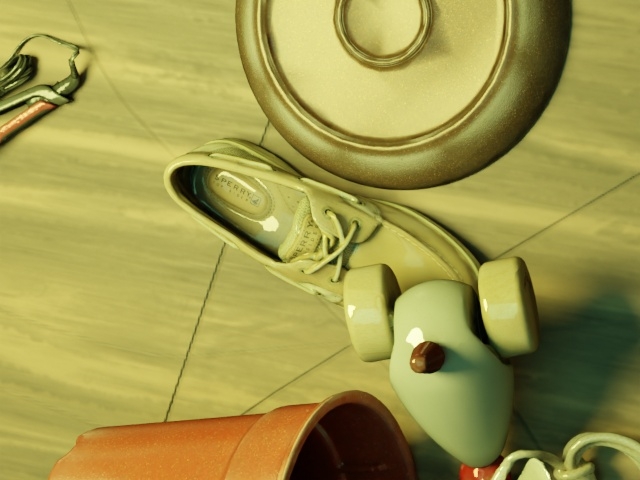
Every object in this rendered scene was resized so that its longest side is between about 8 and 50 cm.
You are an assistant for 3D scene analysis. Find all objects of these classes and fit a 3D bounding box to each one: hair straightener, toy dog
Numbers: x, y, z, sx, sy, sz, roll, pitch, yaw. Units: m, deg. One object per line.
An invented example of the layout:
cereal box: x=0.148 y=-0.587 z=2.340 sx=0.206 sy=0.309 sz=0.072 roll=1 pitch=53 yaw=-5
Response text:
hair straightener: x=-0.322 y=-0.131 z=1.853 sx=0.230 sy=0.047 sz=0.089 roll=-31 pitch=85 yaw=21
toy dog: x=0.122 y=0.167 z=1.623 sx=0.220 sy=0.161 sz=0.333 roll=-29 pitch=101 yaw=23

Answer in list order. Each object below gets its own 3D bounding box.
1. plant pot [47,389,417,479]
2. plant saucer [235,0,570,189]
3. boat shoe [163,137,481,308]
plant pot: x=-0.088 y=0.265 z=1.712 sx=0.265 sy=0.272 sz=0.272 roll=-1 pitch=96 yaw=28
plant saucer: x=0.061 y=-0.196 z=1.702 sx=0.311 sy=0.050 sz=0.310 roll=3 pitch=98 yaw=20
boat shoe: x=0.000 y=0.000 z=1.720 sx=0.302 sy=0.098 sz=0.109 roll=28 pitch=105 yaw=15
